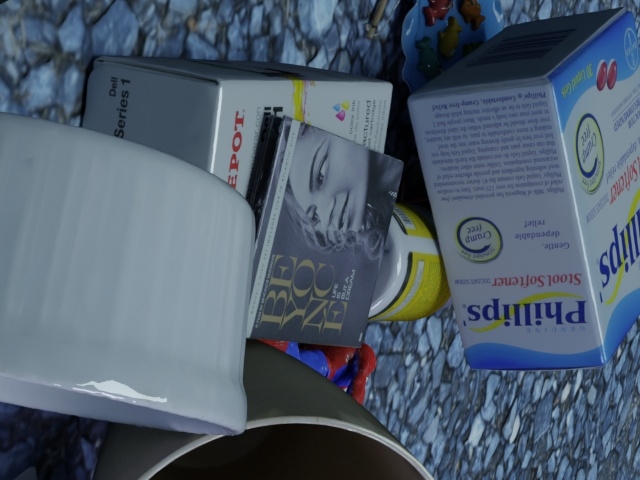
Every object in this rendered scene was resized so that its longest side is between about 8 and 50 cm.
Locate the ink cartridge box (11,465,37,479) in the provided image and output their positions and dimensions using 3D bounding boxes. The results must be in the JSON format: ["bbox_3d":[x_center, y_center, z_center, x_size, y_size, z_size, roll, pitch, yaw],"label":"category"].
[{"bbox_3d":[-0.211,0.271,1.080,0.104,0.060,0.180,-38,133,-51],"label":"ink cartridge box"}]

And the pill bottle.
[{"bbox_3d":[0.067,0.021,1.440,0.208,0.119,0.119,7,95,-62],"label":"pill bottle"}]

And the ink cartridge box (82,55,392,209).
[{"bbox_3d":[-0.064,-0.037,1.164,0.278,0.117,0.201,-10,110,-61],"label":"ink cartridge box"}]

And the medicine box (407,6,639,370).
[{"bbox_3d":[0.230,-0.054,1.464,0.263,0.149,0.289,-40,120,-54],"label":"medicine box"}]

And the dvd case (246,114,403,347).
[{"bbox_3d":[0.000,0.000,1.152,0.221,0.018,0.164,13,90,-63],"label":"dvd case"}]

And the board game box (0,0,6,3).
[{"bbox_3d":[-0.242,-0.185,0.860,0.260,0.030,0.136,-42,139,-49],"label":"board game box"}]

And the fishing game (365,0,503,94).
[{"bbox_3d":[0.149,-0.206,1.526,0.264,0.041,0.189,45,62,-42],"label":"fishing game"}]

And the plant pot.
[{"bbox_3d":[-0.061,0.179,1.084,0.274,0.256,0.256,-121,-150,-65],"label":"plant pot"}]

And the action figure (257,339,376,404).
[{"bbox_3d":[-0.024,0.151,1.354,0.280,0.091,0.139,8,86,-62],"label":"action figure"}]

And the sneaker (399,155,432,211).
[{"bbox_3d":[0.160,-0.032,1.644,0.314,0.116,0.136,56,32,-54],"label":"sneaker"}]

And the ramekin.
[{"bbox_3d":[-0.168,0.021,0.835,0.277,0.277,0.135,32,65,-62],"label":"ramekin"}]
